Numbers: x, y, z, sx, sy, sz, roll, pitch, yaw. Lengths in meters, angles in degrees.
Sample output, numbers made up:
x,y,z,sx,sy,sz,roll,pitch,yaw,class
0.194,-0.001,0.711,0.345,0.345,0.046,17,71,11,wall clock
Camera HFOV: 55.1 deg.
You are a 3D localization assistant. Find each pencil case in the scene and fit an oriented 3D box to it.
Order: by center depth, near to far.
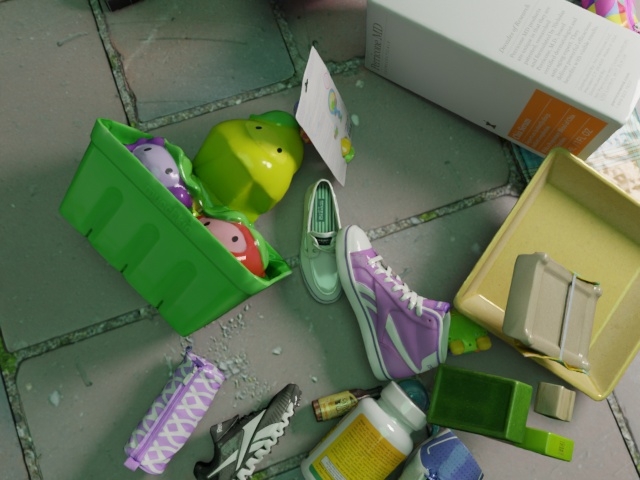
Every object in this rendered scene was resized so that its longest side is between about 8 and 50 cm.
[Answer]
x,y,z,sx,sy,sz,roll,pitch,yaw,class
-0.242,0.286,1.026,0.086,0.088,0.206,31,80,3,pencil case
0.581,-0.477,1.227,0.105,0.104,0.236,-8,80,-6,pencil case

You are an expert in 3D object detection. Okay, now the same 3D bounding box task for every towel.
x,y,z,sx,sy,sz,roll,pitch,yaw,class
0.530,-0.117,1.187,0.272,0.040,0.370,-16,82,-7,towel

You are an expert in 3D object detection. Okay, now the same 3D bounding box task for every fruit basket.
x,y,z,sx,sy,sz,roll,pitch,yaw,class
-0.176,-0.080,1.025,0.392,0.283,0.391,0,93,8,fruit basket

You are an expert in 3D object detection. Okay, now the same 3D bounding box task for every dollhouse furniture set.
x,y,z,sx,sy,sz,roll,pitch,yaw,class
0.324,0.181,1.007,0.198,0.151,0.301,26,73,-34,dollhouse furniture set

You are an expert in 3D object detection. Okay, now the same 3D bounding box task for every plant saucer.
x,y,z,sx,sy,sz,roll,pitch,yaw,class
0.442,0.059,1.092,0.333,0.081,0.332,33,90,-7,plant saucer

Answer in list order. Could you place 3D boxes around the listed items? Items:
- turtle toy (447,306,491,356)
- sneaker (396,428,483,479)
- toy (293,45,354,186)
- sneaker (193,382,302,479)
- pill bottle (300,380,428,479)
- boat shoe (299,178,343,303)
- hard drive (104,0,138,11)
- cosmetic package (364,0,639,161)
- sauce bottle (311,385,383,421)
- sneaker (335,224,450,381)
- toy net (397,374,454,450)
x,y,z,sx,sy,sz,roll,pitch,yaw,class
0.237,0.168,1.096,0.130,0.066,0.095,-9,54,-6,turtle toy
0.129,0.451,0.954,0.315,0.182,0.127,-42,84,0,sneaker
-0.003,-0.206,1.070,0.056,0.237,0.136,1,69,25,toy
-0.128,0.327,1.032,0.106,0.078,0.234,37,81,0,sneaker
0.077,0.336,1.012,0.117,0.117,0.208,44,89,4,pill bottle
0.000,0.000,1.103,0.083,0.076,0.226,-7,80,-6,boat shoe
-0.311,-0.618,1.196,0.339,0.064,0.236,-29,83,-10,hard drive
0.311,-0.322,1.081,0.453,0.230,0.161,30,80,10,cosmetic package
0.050,0.282,1.073,0.128,0.042,0.042,-16,81,-6,sauce bottle
0.136,0.091,1.056,0.161,0.102,0.282,-20,91,28,sneaker
0.216,0.347,1.077,0.122,0.045,0.232,-21,84,-10,toy net
